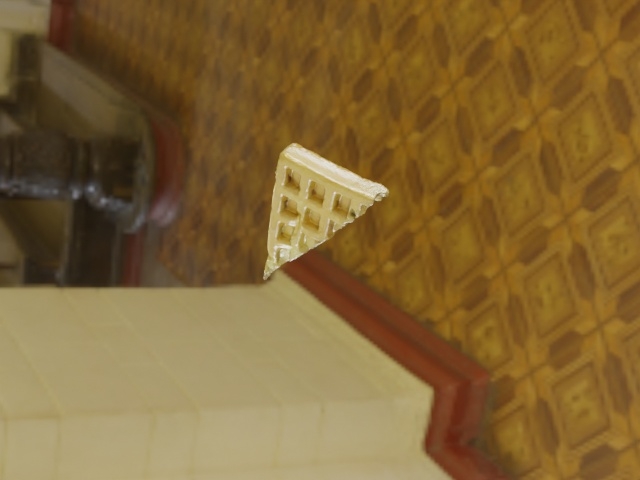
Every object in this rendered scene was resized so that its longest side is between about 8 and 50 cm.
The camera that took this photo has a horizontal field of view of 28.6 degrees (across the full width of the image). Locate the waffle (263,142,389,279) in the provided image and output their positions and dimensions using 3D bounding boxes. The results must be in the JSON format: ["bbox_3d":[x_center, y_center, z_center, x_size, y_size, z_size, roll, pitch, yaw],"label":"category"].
[{"bbox_3d":[0.000,0.000,1.267,0.125,0.032,0.191,25,135,18],"label":"waffle"}]
